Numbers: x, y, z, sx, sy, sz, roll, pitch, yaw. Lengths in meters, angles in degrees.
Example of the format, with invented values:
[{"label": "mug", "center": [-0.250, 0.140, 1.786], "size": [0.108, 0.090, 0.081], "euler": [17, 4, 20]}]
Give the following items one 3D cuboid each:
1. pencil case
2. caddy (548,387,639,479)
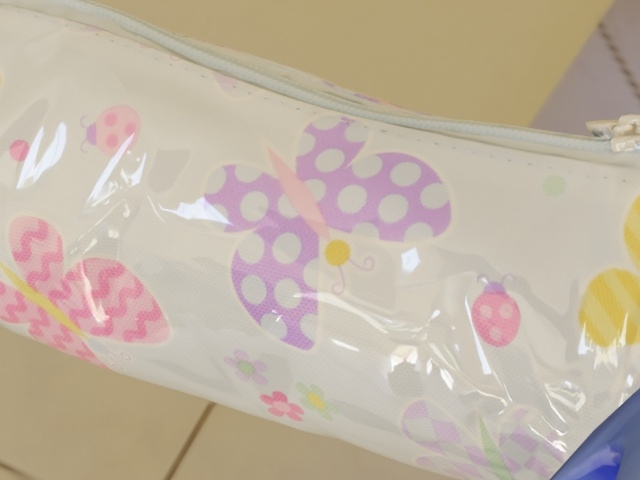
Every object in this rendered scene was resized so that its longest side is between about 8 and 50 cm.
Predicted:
[{"label": "pencil case", "center": [0.000, 0.000, 0.589], "size": [0.273, 0.124, 0.113], "euler": [15, 43, 24]}, {"label": "caddy", "center": [0.101, 0.131, 0.284], "size": [0.179, 0.241, 0.341], "euler": [38, 24, -18]}]
